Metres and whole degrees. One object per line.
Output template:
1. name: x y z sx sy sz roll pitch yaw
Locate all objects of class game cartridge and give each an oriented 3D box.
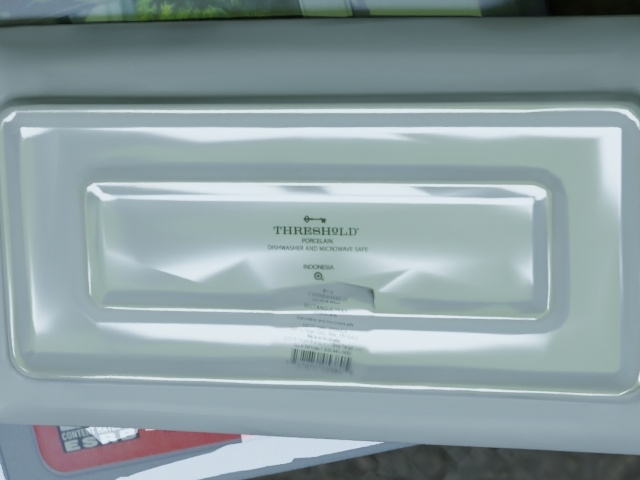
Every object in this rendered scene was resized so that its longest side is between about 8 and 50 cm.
1. game cartridge: -0.050 -0.009 0.643 0.294 0.060 0.196 -14 93 17

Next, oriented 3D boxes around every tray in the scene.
1. tray: 0.000 0.000 0.589 0.270 0.030 0.145 1 101 15
